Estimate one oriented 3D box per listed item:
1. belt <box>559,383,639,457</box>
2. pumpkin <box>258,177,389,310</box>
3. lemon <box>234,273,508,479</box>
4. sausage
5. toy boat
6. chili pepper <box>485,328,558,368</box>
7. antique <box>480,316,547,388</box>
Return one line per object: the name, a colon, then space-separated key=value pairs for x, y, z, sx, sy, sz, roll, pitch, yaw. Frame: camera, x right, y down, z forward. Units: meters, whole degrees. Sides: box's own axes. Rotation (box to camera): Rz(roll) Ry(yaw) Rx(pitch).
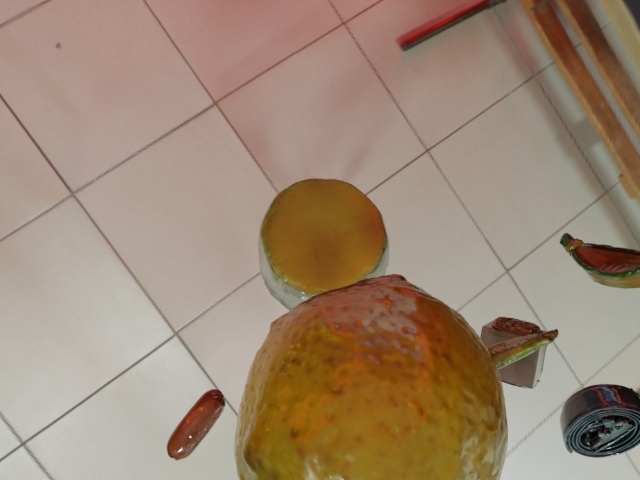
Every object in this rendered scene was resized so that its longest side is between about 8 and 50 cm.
belt: x=0.792 y=0.522 z=1.558 sx=0.206 sy=0.116 sz=0.267 roll=19 pitch=127 yaw=-5
pumpkin: x=0.000 y=0.000 z=1.280 sx=0.332 sy=0.199 sz=0.332 roll=-1 pitch=72 yaw=4
lemon: x=0.064 y=0.220 z=0.711 sx=0.350 sy=0.350 sz=0.387 roll=24 pitch=69 yaw=-11
sausage: x=-0.306 y=0.455 z=1.368 sx=0.076 sy=0.076 sz=0.197 roll=39 pitch=91 yaw=-9
toy boat: x=0.541 y=0.033 z=1.018 sx=0.089 sy=0.229 sz=0.088 roll=-28 pitch=103 yaw=-17
chili pepper: x=0.263 y=0.177 z=0.834 sx=0.208 sy=0.049 sz=0.043 roll=-18 pitch=62 yaw=11
antique: x=0.477 y=0.271 z=1.366 sx=0.147 sy=0.152 sz=0.148 roll=10 pitch=95 yaw=29
